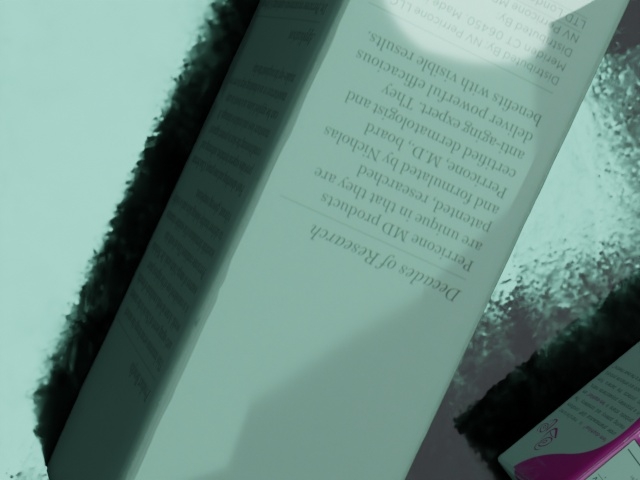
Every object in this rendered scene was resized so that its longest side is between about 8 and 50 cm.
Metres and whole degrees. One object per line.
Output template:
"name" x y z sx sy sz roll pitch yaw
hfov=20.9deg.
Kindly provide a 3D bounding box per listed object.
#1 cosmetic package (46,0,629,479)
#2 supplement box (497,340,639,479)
"cosmetic package" 0.000 0.000 1.074 0.161 0.230 0.453 25 93 -15
"supplement box" 0.251 0.136 1.208 0.220 0.111 0.114 -37 104 -5
